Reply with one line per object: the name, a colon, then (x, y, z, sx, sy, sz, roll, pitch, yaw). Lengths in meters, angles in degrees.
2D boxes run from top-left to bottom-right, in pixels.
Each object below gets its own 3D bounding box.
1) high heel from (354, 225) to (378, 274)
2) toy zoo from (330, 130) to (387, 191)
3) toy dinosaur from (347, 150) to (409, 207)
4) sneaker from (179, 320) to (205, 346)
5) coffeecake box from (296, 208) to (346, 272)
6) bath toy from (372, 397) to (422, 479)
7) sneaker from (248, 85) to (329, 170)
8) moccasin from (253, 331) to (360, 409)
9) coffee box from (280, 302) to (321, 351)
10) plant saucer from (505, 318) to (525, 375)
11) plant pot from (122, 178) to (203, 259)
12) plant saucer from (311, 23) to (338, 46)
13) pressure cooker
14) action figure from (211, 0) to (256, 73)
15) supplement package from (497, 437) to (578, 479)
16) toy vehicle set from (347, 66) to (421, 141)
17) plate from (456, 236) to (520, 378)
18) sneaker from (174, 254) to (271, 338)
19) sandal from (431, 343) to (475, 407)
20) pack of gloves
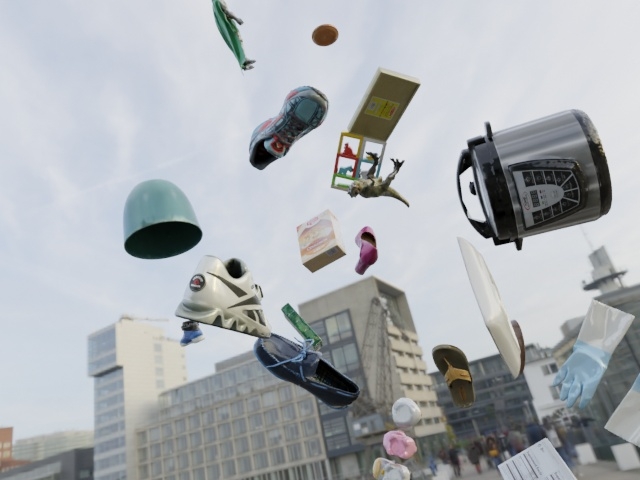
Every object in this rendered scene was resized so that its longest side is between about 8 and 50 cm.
high heel: (0.163, 0.000, 1.587, 0.082, 0.244, 0.117, 28, -53, -2)
toy zoo: (0.159, -0.333, 1.992, 0.192, 0.030, 0.293, 13, -61, 6)
toy dinosaur: (0.151, -0.152, 1.202, 0.064, 0.118, 0.268, 19, 11, 42)
sneaker: (-0.472, 0.329, 1.735, 0.058, 0.085, 0.152, -22, -1, -40)
coffeecake box: (0.000, 0.000, 1.685, 0.142, 0.186, 0.068, -30, -48, 17)
bath toy: (0.265, 0.707, 1.632, 0.151, 0.349, 0.129, 6, -13, 39)
sneaker: (-0.076, -0.244, 1.117, 0.104, 0.125, 0.261, 33, -41, -24)
moccasin: (-0.029, 0.361, 1.418, 0.342, 0.138, 0.117, 32, -46, -11)
coffee box: (-0.066, 0.316, 1.749, 0.040, 0.184, 0.113, -40, -21, -14)
plant saucer: (0.584, 0.326, 1.479, 0.029, 0.169, 0.168, -2, -24, 6)
plant pot: (-0.632, -0.096, 1.900, 0.292, 0.235, 0.293, -17, -25, -8)
plant saucer: (0.015, -0.622, 1.475, 0.083, 0.013, 0.083, -8, -21, -3)
pressure cooker: (0.658, -0.187, 1.560, 0.420, 0.370, 0.375, -14, -30, 18)
action figure: (-0.253, -0.598, 1.366, 0.063, 0.232, 0.137, -27, 8, -14)
supplement package: (0.573, 0.647, 1.125, 0.145, 0.262, 0.204, -36, 10, 9)
toy vehicle set: (0.227, -0.488, 1.767, 0.165, 0.035, 0.267, 9, -44, -23)
plate: (0.425, 0.158, 1.197, 0.045, 0.278, 0.277, -23, -49, 19)
sneaker: (-0.167, 0.118, 0.998, 0.122, 0.146, 0.330, 10, -15, 14)
sandal: (0.306, 0.311, 1.088, 0.072, 0.180, 0.049, -18, 16, 15)
pack of gloves: (0.590, 0.254, 0.950, 0.195, 0.232, 0.046, 26, -8, 29)
